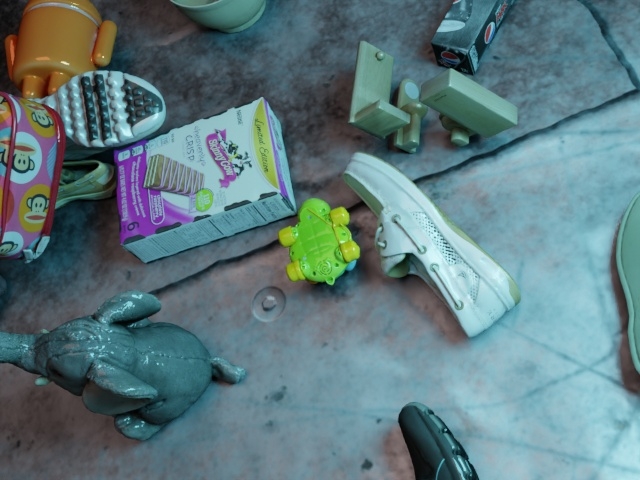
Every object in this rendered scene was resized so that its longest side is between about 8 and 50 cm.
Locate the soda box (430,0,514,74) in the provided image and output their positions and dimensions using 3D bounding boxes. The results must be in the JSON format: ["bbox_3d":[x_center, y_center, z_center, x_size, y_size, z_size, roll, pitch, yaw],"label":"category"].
[{"bbox_3d":[0.214,-0.311,1.067,0.060,0.053,0.169,24,76,26],"label":"soda box"}]

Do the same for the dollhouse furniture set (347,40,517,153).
[{"bbox_3d":[0.143,-0.198,0.991,0.151,0.144,0.123,-22,53,51],"label":"dollhouse furniture set"}]

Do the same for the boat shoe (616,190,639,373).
[{"bbox_3d":[0.372,0.048,0.847,0.081,0.069,0.227,-29,46,52],"label":"boat shoe"}]

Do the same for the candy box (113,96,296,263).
[{"bbox_3d":[-0.162,-0.081,1.085,0.234,0.071,0.159,-18,62,10],"label":"candy box"}]

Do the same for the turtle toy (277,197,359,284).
[{"bbox_3d":[0.000,0.000,0.995,0.095,0.066,0.130,-20,62,10],"label":"turtle toy"}]

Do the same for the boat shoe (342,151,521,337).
[{"bbox_3d":[0.106,0.002,0.939,0.096,0.098,0.277,-43,62,-4],"label":"boat shoe"}]

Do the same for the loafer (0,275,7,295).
[{"bbox_3d":[-0.596,0.046,1.179,0.303,0.109,0.095,21,39,24],"label":"loafer"}]

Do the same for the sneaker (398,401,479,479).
[{"bbox_3d":[0.130,0.292,0.801,0.106,0.101,0.267,-30,61,7],"label":"sneaker"}]

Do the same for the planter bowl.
[{"bbox_3d":[-0.145,-0.383,1.192,0.162,0.109,0.162,-8,64,16],"label":"planter bowl"}]

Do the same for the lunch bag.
[{"bbox_3d":[-0.499,-0.078,1.081,0.293,0.120,0.258,10,92,23],"label":"lunch bag"}]

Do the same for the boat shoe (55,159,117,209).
[{"bbox_3d":[-0.390,-0.090,1.167,0.190,0.072,0.068,-12,64,14],"label":"boat shoe"}]

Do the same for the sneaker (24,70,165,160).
[{"bbox_3d":[-0.338,-0.170,1.144,0.292,0.118,0.110,-6,83,24],"label":"sneaker"}]

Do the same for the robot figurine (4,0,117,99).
[{"bbox_3d":[-0.410,-0.297,1.235,0.158,0.128,0.219,-26,55,44],"label":"robot figurine"}]

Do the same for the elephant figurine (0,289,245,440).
[{"bbox_3d":[-0.243,0.139,0.918,0.186,0.239,0.169,-47,61,-5],"label":"elephant figurine"}]
